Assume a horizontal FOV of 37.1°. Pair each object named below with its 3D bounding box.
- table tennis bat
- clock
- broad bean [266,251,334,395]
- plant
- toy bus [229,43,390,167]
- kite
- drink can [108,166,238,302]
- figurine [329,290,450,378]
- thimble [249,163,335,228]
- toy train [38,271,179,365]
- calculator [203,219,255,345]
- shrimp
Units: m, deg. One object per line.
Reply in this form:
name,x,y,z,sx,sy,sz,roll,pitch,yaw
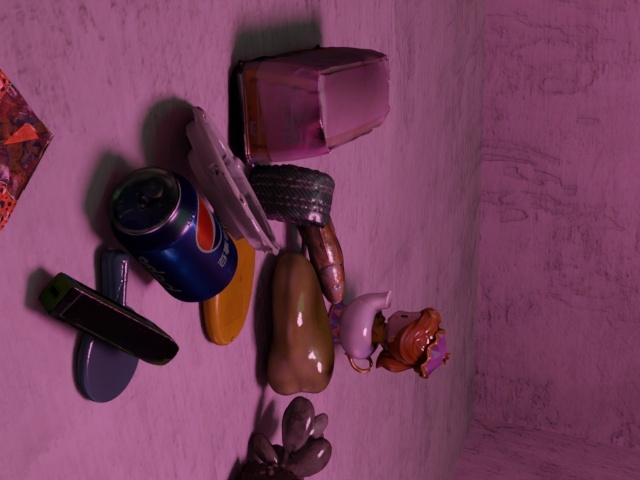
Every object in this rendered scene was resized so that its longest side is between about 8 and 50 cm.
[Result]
table tennis bat,-0.263,0.109,1.207,0.124,0.033,0.201,-25,122,-63
clock,-0.133,-0.075,1.332,0.236,0.053,0.236,63,1,-3
broad bean,-0.033,0.149,1.722,0.189,0.121,0.263,-53,145,-71
plant,-0.068,0.420,1.708,0.146,0.149,0.274,97,15,-57
toy bus,0.003,-0.233,1.602,0.386,0.162,0.171,-37,131,-63
kite,-0.318,-0.102,1.004,0.125,0.008,0.222,-31,126,-65
drink can,-0.189,-0.006,1.237,0.205,0.118,0.118,58,44,-59
figurine,0.151,0.202,2.030,0.142,0.263,0.189,-28,126,-67
thimble,-0.047,-0.073,1.567,0.118,0.135,0.090,21,77,-65
toy train,-0.250,0.098,1.151,0.044,0.042,0.209,-48,142,1
calculator,-0.143,0.052,1.507,0.146,0.032,0.234,-32,129,-65
shrimp,-0.003,-0.002,1.774,0.145,0.059,0.254,-136,-154,-72
